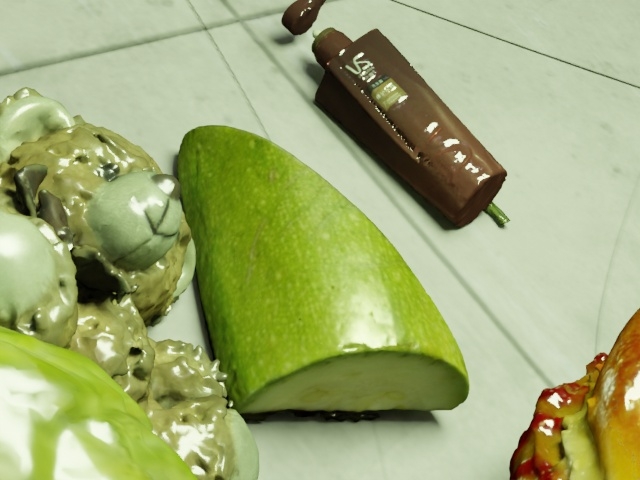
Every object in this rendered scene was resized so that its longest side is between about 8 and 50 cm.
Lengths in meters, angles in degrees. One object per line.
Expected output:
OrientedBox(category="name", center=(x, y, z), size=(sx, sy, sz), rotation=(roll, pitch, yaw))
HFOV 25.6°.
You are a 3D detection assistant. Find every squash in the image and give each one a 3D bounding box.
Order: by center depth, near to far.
OrientedBox(category="squash", center=(0.000, 0.000, 0.999), size=(0.169, 0.093, 0.252), rotation=(2, 49, -21))

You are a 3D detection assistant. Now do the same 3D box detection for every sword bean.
OrientedBox(category="sword bean", center=(0.126, -0.042, 1.156), size=(0.012, 0.012, 0.083), rotation=(-25, 62, -39))

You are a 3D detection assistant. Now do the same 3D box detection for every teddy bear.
OrientedBox(category="teddy bear", center=(-0.145, 0.031, 0.862), size=(0.267, 0.156, 0.256), rotation=(51, 33, -34))

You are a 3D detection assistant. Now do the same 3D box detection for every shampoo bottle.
OrientedBox(category="shampoo bottle", center=(0.054, -0.115, 1.150), size=(0.068, 0.067, 0.236), rotation=(-31, 67, -32))

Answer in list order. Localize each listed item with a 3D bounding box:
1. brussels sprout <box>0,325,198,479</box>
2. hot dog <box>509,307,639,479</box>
OrientedBox(category="brussels sprout", center=(-0.206, 0.172, 0.637), size=(0.328, 0.247, 0.328), rotation=(4, 74, -15))
OrientedBox(category="hot dog", center=(0.269, 0.147, 0.919), size=(0.405, 0.185, 0.223), rotation=(-22, 63, -38))
